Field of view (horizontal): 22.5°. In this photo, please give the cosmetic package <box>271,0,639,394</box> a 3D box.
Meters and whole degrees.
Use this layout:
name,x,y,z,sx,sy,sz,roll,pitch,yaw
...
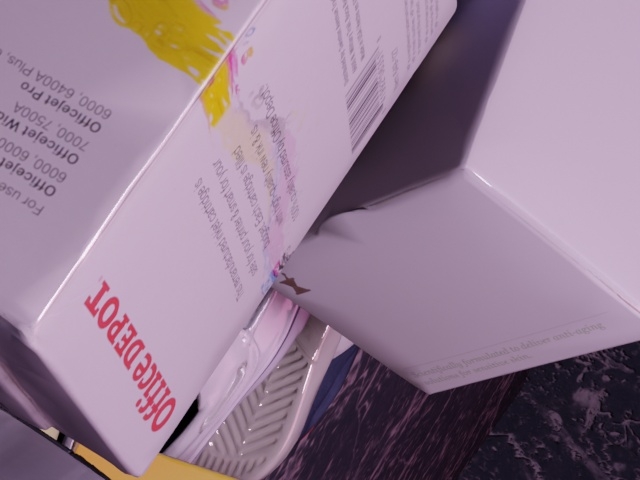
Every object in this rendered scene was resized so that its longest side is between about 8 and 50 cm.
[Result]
name,x,y,z,sx,sy,sz,roll,pitch,yaw
cosmetic package,0.120,-0.115,0.915,0.197,0.155,0.365,-20,-139,52

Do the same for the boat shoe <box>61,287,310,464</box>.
name,x,y,z,sx,sy,sz,roll,pitch,yaw
boat shoe,-0.081,0.074,0.981,0.258,0.095,0.084,-63,169,4

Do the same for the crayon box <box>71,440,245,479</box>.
name,x,y,z,sx,sy,sz,roll,pitch,yaw
crayon box,-0.149,0.256,0.931,0.202,0.081,0.318,26,94,-40

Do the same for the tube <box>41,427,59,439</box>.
name,x,y,z,sx,sy,sz,roll,pitch,yaw
tube,-0.177,0.128,0.802,0.062,0.070,0.240,4,112,-45

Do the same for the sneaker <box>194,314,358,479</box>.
name,x,y,z,sx,sy,sz,roll,pitch,yaw
sneaker,0.000,0.000,1.094,0.350,0.131,0.148,-58,175,3

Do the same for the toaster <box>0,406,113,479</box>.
name,x,y,z,sx,sy,sz,roll,pitch,yaw
toaster,-0.165,0.160,0.711,0.185,0.168,0.110,-66,164,20

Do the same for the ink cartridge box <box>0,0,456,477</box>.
name,x,y,z,sx,sy,sz,roll,pitch,yaw
ink cartridge box,-0.081,-0.070,0.560,0.232,0.168,0.171,-57,164,-17
